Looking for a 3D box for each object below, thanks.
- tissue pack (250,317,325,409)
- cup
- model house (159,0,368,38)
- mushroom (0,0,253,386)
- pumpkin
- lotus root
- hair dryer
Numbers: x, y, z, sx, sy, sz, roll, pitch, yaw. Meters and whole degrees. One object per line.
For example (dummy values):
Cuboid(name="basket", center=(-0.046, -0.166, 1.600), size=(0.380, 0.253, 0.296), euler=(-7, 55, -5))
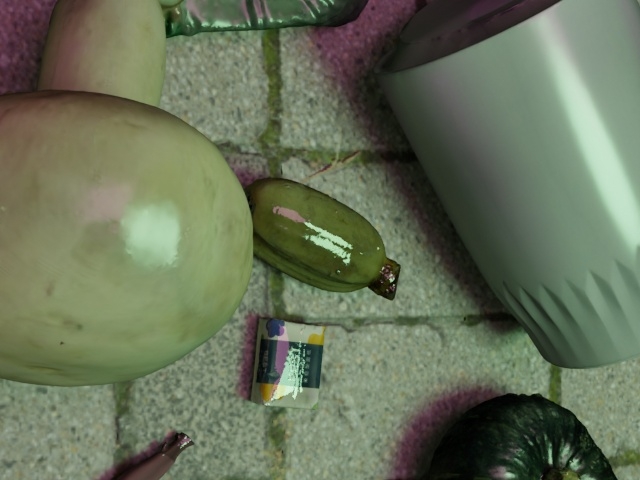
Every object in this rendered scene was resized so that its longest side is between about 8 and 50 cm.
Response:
Cuboid(name="tissue pack", center=(-0.030, 0.118, 1.246), size=(0.062, 0.042, 0.083), euler=(10, 84, -29))
Cuboid(name="cup", center=(0.234, -0.080, 1.275), size=(0.253, 0.253, 0.371), euler=(-34, 105, -25))
Cuboid(name="model house", center=(-0.019, -0.300, 1.110), size=(0.267, 0.325, 0.194), euler=(-10, 91, -27))
Cuboid(name="mushroom", center=(-0.197, -0.055, 1.040), size=(0.314, 0.314, 0.336), euler=(14, 59, -26))
Cuboid(name="pumpkin", center=(0.205, 0.257, 1.302), size=(0.211, 0.152, 0.211), euler=(3, 84, -32))
Cuboid(name="lotus root", center=(0.000, -0.001, 1.240), size=(0.183, 0.090, 0.077), euler=(27, 65, -21))
Cuboid(name="hair dryer", center=(-0.165, 0.232, 1.171), size=(0.106, 0.054, 0.154), euler=(50, 63, -22))
